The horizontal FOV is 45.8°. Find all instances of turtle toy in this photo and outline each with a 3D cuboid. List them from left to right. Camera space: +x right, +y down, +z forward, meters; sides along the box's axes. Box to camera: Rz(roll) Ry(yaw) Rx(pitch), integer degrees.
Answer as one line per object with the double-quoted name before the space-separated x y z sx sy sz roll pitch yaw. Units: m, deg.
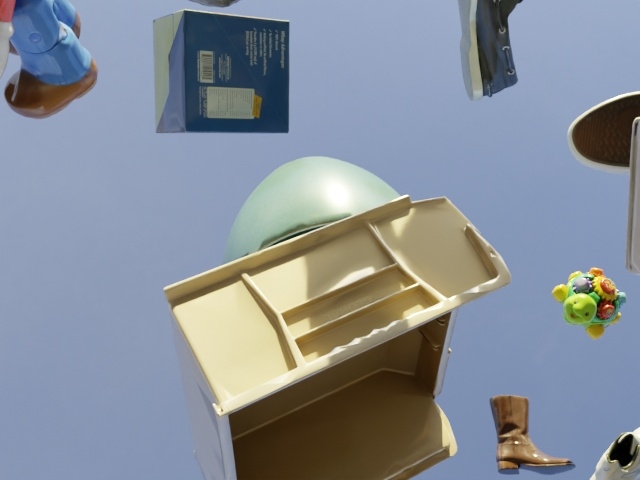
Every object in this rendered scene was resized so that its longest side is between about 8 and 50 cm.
"turtle toy" 0.386 0.087 1.083 0.130 0.066 0.095 -27 -111 -39

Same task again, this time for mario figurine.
"mario figurine" -0.289 -0.231 0.555 0.198 0.320 0.170 27 -114 20

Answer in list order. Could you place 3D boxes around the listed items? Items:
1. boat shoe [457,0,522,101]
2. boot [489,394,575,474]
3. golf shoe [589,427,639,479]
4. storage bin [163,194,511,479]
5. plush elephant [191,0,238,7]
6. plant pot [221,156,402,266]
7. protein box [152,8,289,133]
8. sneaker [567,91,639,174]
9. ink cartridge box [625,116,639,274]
"boat shoe" 0.309 -0.418 1.353 0.113 0.127 0.340 -10 -61 2
"boot" 0.290 0.262 1.043 0.106 0.037 0.114 -2 -125 9
"golf shoe" 0.469 0.311 1.118 0.176 0.086 0.069 -29 -141 -34
"storage bin" 0.016 0.121 0.652 0.260 0.262 0.123 -21 -130 -21
"plush elephant" 0.008 -0.347 0.492 0.272 0.330 0.255 -28 -91 -39
"plant pot" 0.000 0.000 1.025 0.290 0.290 0.195 -9 -129 -6
"protein box" -0.173 -0.287 1.328 0.201 0.136 0.200 -5 -80 -34
"sneaker" 0.456 -0.134 0.987 0.290 0.123 0.106 -9 -100 -1
"ink cartridge box" 0.254 -0.023 0.409 0.139 0.190 0.082 4 -86 31
